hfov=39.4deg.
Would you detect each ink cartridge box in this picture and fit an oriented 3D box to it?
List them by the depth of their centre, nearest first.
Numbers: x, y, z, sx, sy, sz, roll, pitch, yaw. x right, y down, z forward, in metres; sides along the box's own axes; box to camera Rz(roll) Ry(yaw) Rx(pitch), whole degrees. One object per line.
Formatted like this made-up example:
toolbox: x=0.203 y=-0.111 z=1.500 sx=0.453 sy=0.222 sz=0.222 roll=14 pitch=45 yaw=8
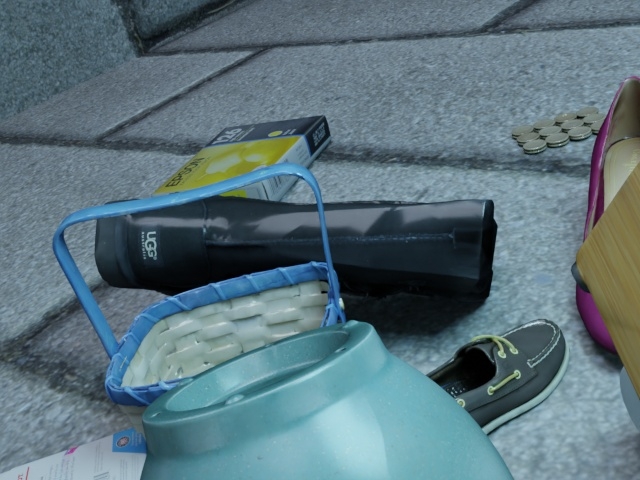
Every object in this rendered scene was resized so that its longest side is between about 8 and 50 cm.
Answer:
ink cartridge box: x=-0.246 y=0.259 z=0.873 sx=0.181 sy=0.061 sz=0.104 roll=-18 pitch=24 yaw=-3
ink cartridge box: x=-0.172 y=-0.134 z=1.639 sx=0.307 sy=0.072 sz=0.303 roll=-3 pitch=29 yaw=24

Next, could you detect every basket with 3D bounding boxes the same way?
basket: x=-0.100 y=0.081 z=0.878 sx=0.255 sy=0.288 sz=0.201 roll=-11 pitch=28 yaw=7

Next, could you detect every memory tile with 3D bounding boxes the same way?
memory tile: x=0.388 y=-0.178 z=1.439 sx=0.148 sy=0.012 sz=0.113 roll=-16 pitch=25 yaw=3

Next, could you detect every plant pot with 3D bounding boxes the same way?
plant pot: x=-0.011 y=0.176 z=0.630 sx=0.293 sy=0.196 sz=0.293 roll=-21 pitch=5 yaw=2

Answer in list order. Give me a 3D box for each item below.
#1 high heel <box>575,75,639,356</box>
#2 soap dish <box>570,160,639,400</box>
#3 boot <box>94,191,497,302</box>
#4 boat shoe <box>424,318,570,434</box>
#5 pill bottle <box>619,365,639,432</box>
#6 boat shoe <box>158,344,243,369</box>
high heel: x=0.334 y=-0.036 z=0.977 sx=0.127 sy=0.181 sz=0.377 roll=-7 pitch=26 yaw=20
soap dish: x=0.291 y=0.103 z=0.564 sx=0.118 sy=0.229 sz=0.290 roll=-35 pitch=58 yaw=31
boot: x=0.000 y=0.001 z=1.133 sx=0.446 sy=0.146 sz=0.367 roll=-3 pitch=5 yaw=13
boat shoe: x=0.160 y=0.134 z=0.868 sx=0.228 sy=0.068 sz=0.081 roll=-32 pitch=29 yaw=-29
pill bottle: x=0.369 y=0.099 z=0.747 sx=0.222 sy=0.124 sz=0.124 roll=-23 pitch=26 yaw=-12
boat shoe: x=-0.122 y=0.117 z=1.093 sx=0.184 sy=0.066 sz=0.063 roll=-27 pitch=13 yaw=-16
